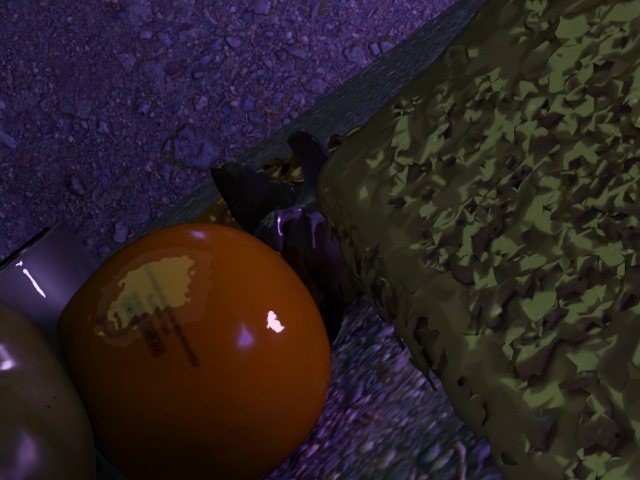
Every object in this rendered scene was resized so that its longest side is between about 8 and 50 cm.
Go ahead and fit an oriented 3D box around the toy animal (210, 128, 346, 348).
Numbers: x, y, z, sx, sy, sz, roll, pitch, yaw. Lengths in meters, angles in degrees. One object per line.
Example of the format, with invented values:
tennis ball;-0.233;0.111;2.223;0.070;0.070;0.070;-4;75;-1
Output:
toy animal;-0.007;0.003;0.874;0.272;0.197;0.160;9;-9;24

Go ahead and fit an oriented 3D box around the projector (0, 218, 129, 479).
projector;-0.281;0.155;0.954;0.248;0.249;0.248;-37;11;-1

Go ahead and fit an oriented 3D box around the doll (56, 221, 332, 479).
doll;-0.082;0.100;0.783;0.213;0.213;0.236;-37;-29;3

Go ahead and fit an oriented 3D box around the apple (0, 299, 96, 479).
apple;-0.313;0.187;0.633;0.357;0.357;0.357;-36;12;9

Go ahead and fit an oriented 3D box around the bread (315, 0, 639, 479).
bread;0.175;0.022;0.435;0.248;0.279;0.315;-41;47;10

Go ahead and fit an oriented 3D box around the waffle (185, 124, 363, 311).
waffle;-0.034;-0.009;1.116;0.261;0.151;0.324;-38;10;-17
